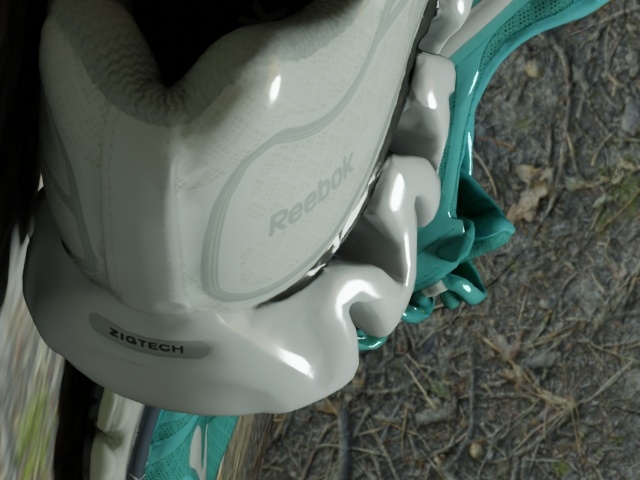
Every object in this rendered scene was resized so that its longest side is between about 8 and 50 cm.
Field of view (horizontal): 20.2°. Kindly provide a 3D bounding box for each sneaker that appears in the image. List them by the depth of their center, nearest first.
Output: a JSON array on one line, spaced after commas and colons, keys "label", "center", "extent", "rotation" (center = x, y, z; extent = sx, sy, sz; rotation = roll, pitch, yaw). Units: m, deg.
[{"label": "sneaker", "center": [0.002, -0.109, 0.419], "extent": [0.118, 0.110, 0.292], "rotation": [81, 18, -60]}, {"label": "sneaker", "center": [0.000, 0.000, 0.556], "extent": [0.107, 0.110, 0.275], "rotation": [-83, -162, -62]}]
